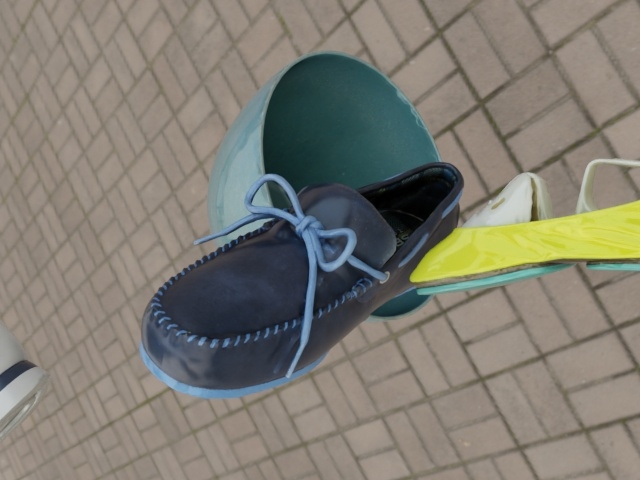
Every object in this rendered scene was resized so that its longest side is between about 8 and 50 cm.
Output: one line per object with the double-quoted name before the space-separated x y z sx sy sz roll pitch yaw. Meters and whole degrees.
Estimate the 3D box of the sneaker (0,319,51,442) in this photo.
"sneaker" -0.281 0.132 0.419 0.095 0.235 0.090 46 143 2

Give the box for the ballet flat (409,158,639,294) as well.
"ballet flat" 0.160 -0.010 0.450 0.231 0.077 0.077 -8 87 39

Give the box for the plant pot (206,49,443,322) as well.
"plant pot" -0.016 -0.038 0.800 0.196 0.290 0.290 -19 91 43

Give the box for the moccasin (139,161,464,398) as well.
"moccasin" 0.000 0.000 0.559 0.138 0.342 0.116 35 125 20
